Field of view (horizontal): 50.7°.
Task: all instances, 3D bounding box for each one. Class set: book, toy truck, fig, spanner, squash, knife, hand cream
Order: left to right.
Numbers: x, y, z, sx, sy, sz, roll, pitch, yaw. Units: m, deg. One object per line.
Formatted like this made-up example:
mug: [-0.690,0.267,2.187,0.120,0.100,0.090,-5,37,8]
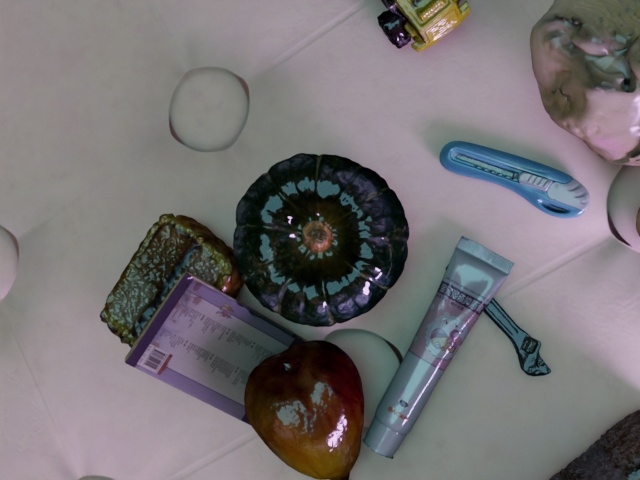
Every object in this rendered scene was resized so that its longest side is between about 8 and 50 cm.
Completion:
book: [-0.148,0.164,1.003,0.231,0.026,0.157,33,93,-22]
fig: [-0.003,0.286,0.972,0.170,0.145,0.274,-19,99,-8]
squash: [0.000,0.000,0.970,0.252,0.165,0.252,-1,87,13]
toy truck: [0.105,-0.413,1.004,0.136,0.111,0.285,-37,75,11]
hand cream: [0.162,0.158,0.976,0.085,0.058,0.331,30,90,22]
spanner: [0.255,0.111,0.973,0.046,0.012,0.208,-42,77,9]
knife: [0.277,-0.091,0.972,0.222,0.031,0.064,23,95,16]

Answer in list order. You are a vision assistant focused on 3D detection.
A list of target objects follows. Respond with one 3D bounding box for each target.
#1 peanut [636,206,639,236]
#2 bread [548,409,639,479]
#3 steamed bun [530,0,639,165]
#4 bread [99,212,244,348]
peanut: [0.511,0.034,0.854,0.124,0.123,0.256,-37,75,9]
bread: [0.309,0.381,0.861,0.416,0.165,0.113,-44,82,7]
steamed bun: [0.419,-0.222,0.868,0.268,0.207,0.280,26,62,23]
bread: [-0.223,0.082,1.060,0.182,0.096,0.222,32,92,14]
